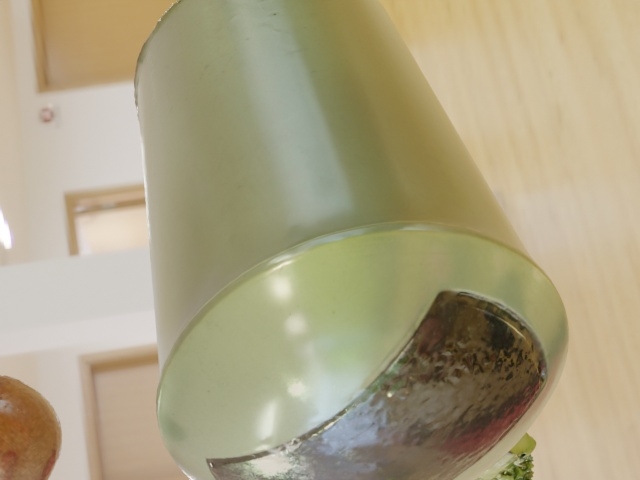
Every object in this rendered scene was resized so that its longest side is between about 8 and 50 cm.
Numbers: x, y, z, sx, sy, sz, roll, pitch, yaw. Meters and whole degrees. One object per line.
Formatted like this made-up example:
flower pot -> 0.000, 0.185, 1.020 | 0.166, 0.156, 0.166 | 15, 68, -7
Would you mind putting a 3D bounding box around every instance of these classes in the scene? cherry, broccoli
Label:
cherry -> -0.530, 0.326, 1.770 | 0.261, 0.307, 0.221 | -66, 16, -1
broccoli -> 0.174, 0.213, 1.180 | 0.204, 0.118, 0.122 | 122, 146, -74

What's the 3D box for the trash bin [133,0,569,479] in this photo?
trash bin -> 0.000, 0.000, 0.885 | 0.432, 0.280, 0.280 | -108, 11, -46
